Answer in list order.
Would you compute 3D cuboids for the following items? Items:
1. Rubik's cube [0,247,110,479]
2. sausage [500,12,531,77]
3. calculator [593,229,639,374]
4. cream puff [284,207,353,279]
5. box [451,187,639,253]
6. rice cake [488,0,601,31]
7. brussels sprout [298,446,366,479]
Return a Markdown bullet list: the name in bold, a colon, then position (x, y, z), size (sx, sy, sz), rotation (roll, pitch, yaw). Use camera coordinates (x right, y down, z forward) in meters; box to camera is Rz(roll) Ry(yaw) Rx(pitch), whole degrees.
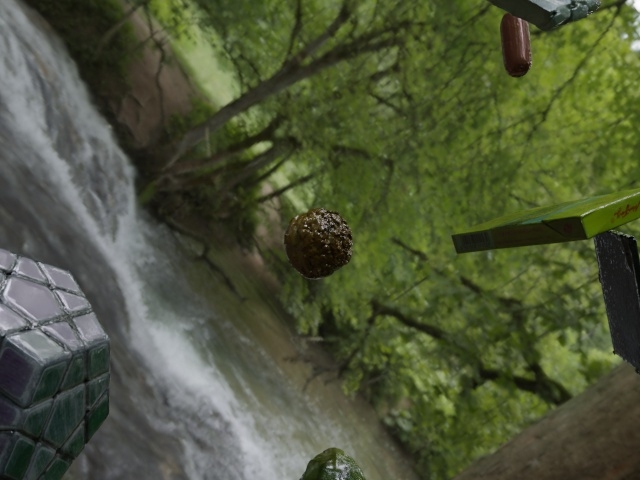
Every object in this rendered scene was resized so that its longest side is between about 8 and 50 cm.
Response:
- **Rubik's cube**: position (-0.404, 0.159, 0.781), size (0.319, 0.319, 0.264), rotation (43, 36, -53)
- **sausage**: position (0.427, -0.433, 1.465), size (0.062, 0.062, 0.154), rotation (40, 47, -60)
- **calculator**: position (0.535, 0.104, 1.179), size (0.161, 0.021, 0.261), rotation (-89, 165, -80)
- **cream puff**: position (0.004, 0.002, 1.226), size (0.144, 0.103, 0.126), rotation (-37, 104, -56)
- **box**: position (0.409, -0.031, 1.203), size (0.335, 0.187, 0.047), rotation (-10, -83, 65)
- **rice cake**: position (0.274, -0.350, 0.926), size (0.211, 0.124, 0.038), rotation (39, -37, 32)
- **brussels sprout**: position (0.026, 0.559, 1.513), size (0.144, 0.161, 0.180), rotation (44, 35, -12)
